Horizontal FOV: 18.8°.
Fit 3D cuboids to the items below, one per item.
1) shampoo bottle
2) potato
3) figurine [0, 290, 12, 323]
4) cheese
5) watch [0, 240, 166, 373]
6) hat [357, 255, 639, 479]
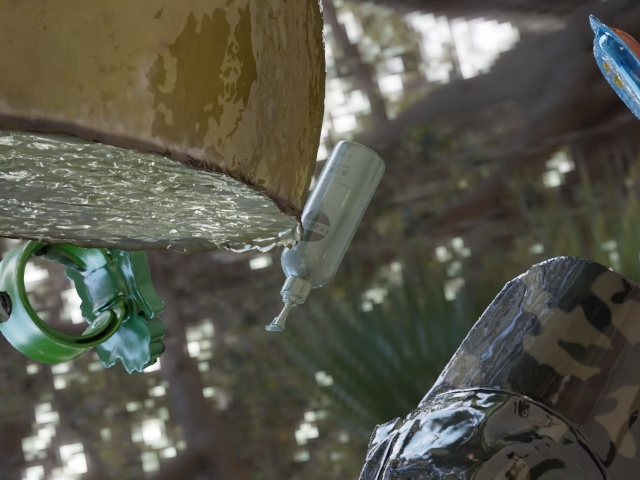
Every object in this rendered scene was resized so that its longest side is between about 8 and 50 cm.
[{"bbox_3d":[0.000,0.000,1.817,0.056,0.056,0.195,50,-123,-46],"label":"shampoo bottle"},{"bbox_3d":[-0.195,-0.169,1.211,0.442,0.385,0.319,24,-110,-58],"label":"potato"},{"bbox_3d":[-0.313,0.084,1.408,0.126,0.192,0.147,58,171,20],"label":"figurine"},{"bbox_3d":[0.345,-0.122,1.929,0.256,0.037,0.106,53,178,7],"label":"cheese"},{"bbox_3d":[-0.253,0.068,2.009,0.152,0.131,0.165,-11,-99,-40],"label":"watch"},{"bbox_3d":[0.228,0.219,2.092,0.257,0.366,0.381,-27,-38,-63],"label":"hat"}]
